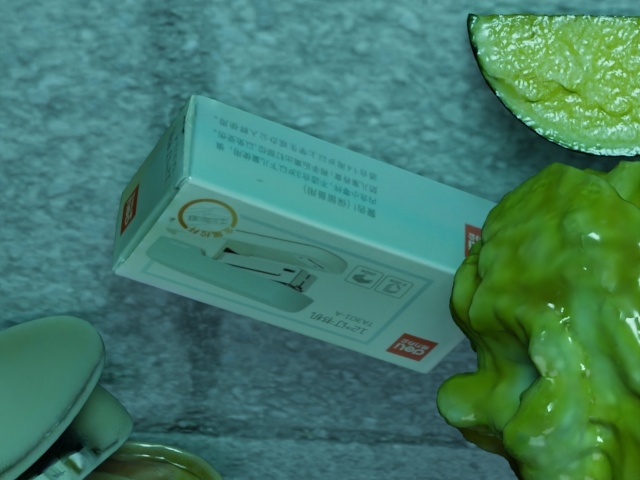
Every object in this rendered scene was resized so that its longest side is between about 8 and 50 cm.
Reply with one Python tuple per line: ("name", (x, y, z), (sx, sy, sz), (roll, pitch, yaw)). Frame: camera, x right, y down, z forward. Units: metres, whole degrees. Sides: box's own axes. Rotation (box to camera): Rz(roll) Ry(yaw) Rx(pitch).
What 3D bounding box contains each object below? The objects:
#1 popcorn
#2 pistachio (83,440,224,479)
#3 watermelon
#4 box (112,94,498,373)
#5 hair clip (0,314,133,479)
("popcorn", (0.216, 0.087, 1.204), (0.282, 0.282, 0.247), (22, 111, -24))
("pistachio", (-0.221, 0.271, 1.642), (0.299, 0.187, 0.187), (-16, 141, 13))
("watermelon", (0.184, -0.103, 1.220), (0.181, 0.075, 0.092), (0, 100, 1))
("box", (0.000, 0.000, 1.330), (0.269, 0.079, 0.135), (19, 141, -21))
("hair clip", (-0.271, 0.145, 1.453), (0.282, 0.172, 0.113), (-23, 138, -32))
